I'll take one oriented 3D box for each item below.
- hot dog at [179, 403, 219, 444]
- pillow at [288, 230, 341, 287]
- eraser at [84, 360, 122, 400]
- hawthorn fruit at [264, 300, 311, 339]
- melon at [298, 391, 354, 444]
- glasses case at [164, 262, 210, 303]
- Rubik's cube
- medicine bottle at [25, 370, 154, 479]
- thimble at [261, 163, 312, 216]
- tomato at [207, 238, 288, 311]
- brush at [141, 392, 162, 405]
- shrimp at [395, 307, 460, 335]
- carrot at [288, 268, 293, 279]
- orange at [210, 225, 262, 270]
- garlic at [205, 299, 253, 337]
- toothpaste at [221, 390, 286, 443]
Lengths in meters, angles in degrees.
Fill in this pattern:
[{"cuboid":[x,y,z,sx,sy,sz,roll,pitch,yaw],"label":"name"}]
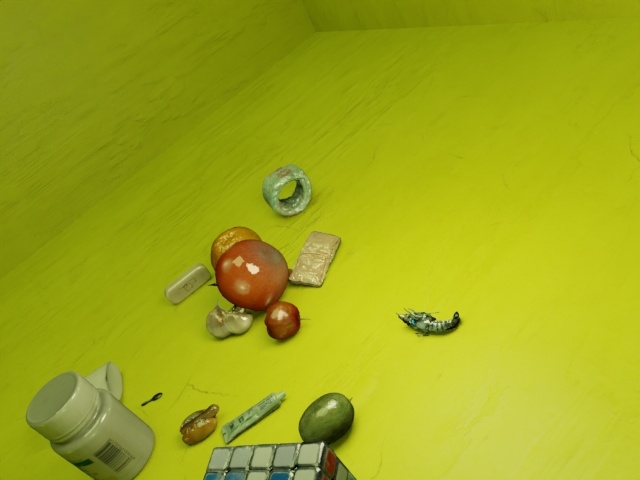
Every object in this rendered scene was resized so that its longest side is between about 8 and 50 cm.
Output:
[{"cuboid":[-0.356,0.544,1.616,0.140,0.060,0.089,-25,39,3],"label":"hot dog"},{"cuboid":[-0.018,0.061,1.937,0.126,0.043,0.232,12,56,20],"label":"pillow"},{"cuboid":[-0.841,0.566,1.925,0.270,0.094,0.174,-32,34,-2],"label":"eraser"},{"cuboid":[-0.117,0.255,1.752,0.140,0.125,0.125,-6,27,-23],"label":"hawthorn fruit"},{"cuboid":[0.019,0.457,1.394,0.167,0.114,0.114,-37,35,-6],"label":"melon"},{"cuboid":[-0.536,0.173,2.191,0.196,0.083,0.050,-40,35,-10],"label":"glasses case"},{"cuboid":[-0.080,0.615,1.121,0.287,0.291,0.293,-12,37,25],"label":"Rubik's cube"},{"cuboid":[-0.670,0.552,1.597,0.208,0.339,0.208,-21,35,16],"label":"medicine bottle"},{"cuboid":[-0.134,-0.216,2.269,0.210,0.185,0.149,-63,32,12],"label":"thimble"},{"cuboid":[-0.232,0.118,1.860,0.224,0.256,0.255,-57,24,28],"label":"tomato"},{"cuboid":[-0.568,0.535,1.832,0.083,0.008,0.024,-29,38,2],"label":"brush"},{"cuboid":[0.296,0.223,1.507,0.174,0.082,0.076,-3,39,25],"label":"shrimp"},{"cuboid":[-0.131,0.123,1.980,0.210,0.061,0.061,4,48,33],"label":"carrot"},{"cuboid":[-0.315,0.053,2.080,0.219,0.193,0.219,-35,26,20],"label":"orange"},{"cuboid":[-0.315,0.276,1.891,0.175,0.099,0.124,-8,62,27],"label":"garlic"},{"cuboid":[-0.191,0.501,1.568,0.218,0.041,0.064,-35,40,1],"label":"toothpaste"}]
